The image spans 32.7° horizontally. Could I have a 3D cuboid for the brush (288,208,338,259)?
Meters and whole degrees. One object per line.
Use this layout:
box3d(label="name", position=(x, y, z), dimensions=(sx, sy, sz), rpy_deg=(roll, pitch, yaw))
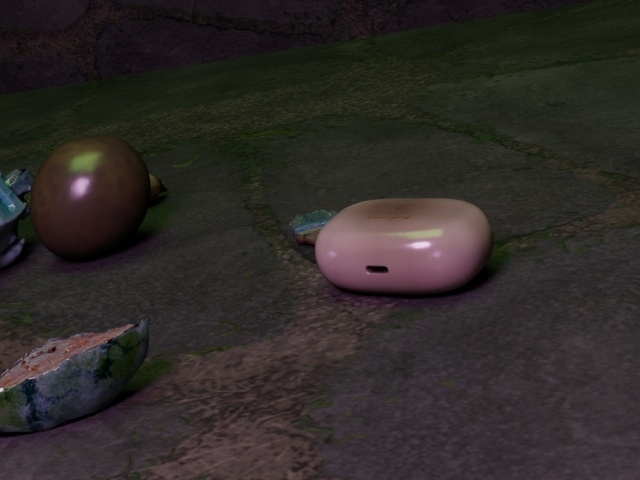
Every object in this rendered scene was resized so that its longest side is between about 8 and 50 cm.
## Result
box3d(label="brush", position=(0.000, 0.000, 1.391), dimensions=(0.070, 0.021, 0.196), rpy_deg=(-13, 19, -2))

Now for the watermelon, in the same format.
box3d(label="watermelon", position=(-0.251, 0.134, 1.077), dimensions=(0.187, 0.071, 0.139), rpy_deg=(-24, 15, -15))

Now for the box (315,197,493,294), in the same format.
box3d(label="box", position=(0.093, 0.005, 1.225), dimensions=(0.200, 0.088, 0.146), rpy_deg=(2, 24, 29))

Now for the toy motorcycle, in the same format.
box3d(label="toy motorcycle", position=(-0.505, -0.014, 1.528), dimensions=(0.206, 0.154, 0.260), rpy_deg=(-29, 18, 17))

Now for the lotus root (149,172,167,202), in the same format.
box3d(label="lotus root", position=(-0.310, -0.076, 1.706), dimensions=(0.152, 0.063, 0.072), rpy_deg=(-22, 32, -40))

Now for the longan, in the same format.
box3d(label="longan", position=(-0.328, -0.053, 1.522), dimensions=(0.204, 0.159, 0.185), rpy_deg=(-43, 12, 45))
